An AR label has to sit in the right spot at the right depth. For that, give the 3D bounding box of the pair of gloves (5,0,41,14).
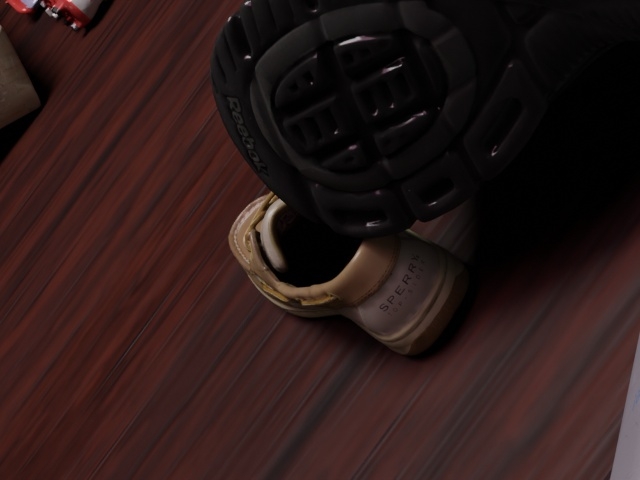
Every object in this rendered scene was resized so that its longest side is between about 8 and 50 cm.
[{"bbox_3d":[-0.141,-0.214,1.157,0.159,0.023,0.198,-50,29,8],"label":"pair of gloves"}]

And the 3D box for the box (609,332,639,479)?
[{"bbox_3d":[0.105,0.014,0.434,0.145,0.038,0.186,113,176,-58],"label":"box"}]

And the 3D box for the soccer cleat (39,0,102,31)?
[{"bbox_3d":[-0.134,-0.136,1.054,0.035,0.029,0.083,-46,31,-4],"label":"soccer cleat"}]

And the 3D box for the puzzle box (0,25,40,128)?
[{"bbox_3d":[-0.338,-0.078,1.158,0.272,0.052,0.409,-30,25,-11],"label":"puzzle box"}]

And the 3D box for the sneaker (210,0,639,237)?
[{"bbox_3d":[0.098,-0.102,0.577,0.286,0.109,0.130,-19,20,33],"label":"sneaker"}]

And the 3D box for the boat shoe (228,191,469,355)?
[{"bbox_3d":[0.000,0.000,0.672,0.050,0.045,0.135,-58,28,-8],"label":"boat shoe"}]
